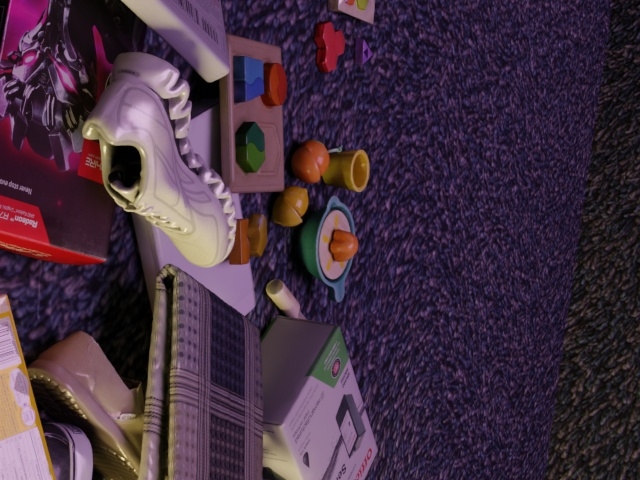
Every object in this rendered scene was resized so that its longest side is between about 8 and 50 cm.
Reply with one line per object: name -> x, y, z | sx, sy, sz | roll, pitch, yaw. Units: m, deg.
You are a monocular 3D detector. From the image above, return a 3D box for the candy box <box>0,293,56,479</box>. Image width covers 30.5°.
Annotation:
candy box -> -0.341, 0.166, 1.185 | 0.105, 0.027, 0.205 | -16, 94, -42

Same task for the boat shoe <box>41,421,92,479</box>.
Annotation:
boat shoe -> -0.312, 0.351, 1.259 | 0.105, 0.113, 0.306 | 12, 83, -55

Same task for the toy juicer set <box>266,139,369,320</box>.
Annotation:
toy juicer set -> 0.000, 0.000, 1.822 | 0.209, 0.090, 0.328 | 23, 74, -61

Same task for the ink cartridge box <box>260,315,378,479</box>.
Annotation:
ink cartridge box -> -0.027, 0.293, 1.780 | 0.211, 0.122, 0.289 | -58, 143, -40

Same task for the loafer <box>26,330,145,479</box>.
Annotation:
loafer -> -0.243, 0.206, 1.376 | 0.092, 0.102, 0.268 | -59, 142, -31

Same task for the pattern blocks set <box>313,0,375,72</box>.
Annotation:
pattern blocks set -> 0.054, -0.451, 1.923 | 0.285, 0.026, 0.324 | -29, 119, -58

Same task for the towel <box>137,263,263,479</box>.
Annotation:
towel -> -0.143, 0.226, 1.471 | 0.312, 0.056, 0.324 | 48, 37, -66

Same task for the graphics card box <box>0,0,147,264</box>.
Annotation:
graphics card box -> -0.293, -0.173, 1.230 | 0.233, 0.094, 0.370 | 24, 72, -62

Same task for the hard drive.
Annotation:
hard drive -> -0.168, -0.011, 1.552 | 0.203, 0.040, 0.307 | -42, 131, -53

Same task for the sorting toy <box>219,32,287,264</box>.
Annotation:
sorting toy -> -0.085, -0.125, 1.626 | 0.229, 0.041, 0.307 | -11, 100, -73

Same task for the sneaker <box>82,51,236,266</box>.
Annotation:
sneaker -> -0.179, -0.063, 1.284 | 0.118, 0.110, 0.292 | -62, 147, -34

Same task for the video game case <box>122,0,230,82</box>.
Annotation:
video game case -> -0.212, -0.367, 1.246 | 0.329, 0.036, 0.300 | 41, 32, -49
